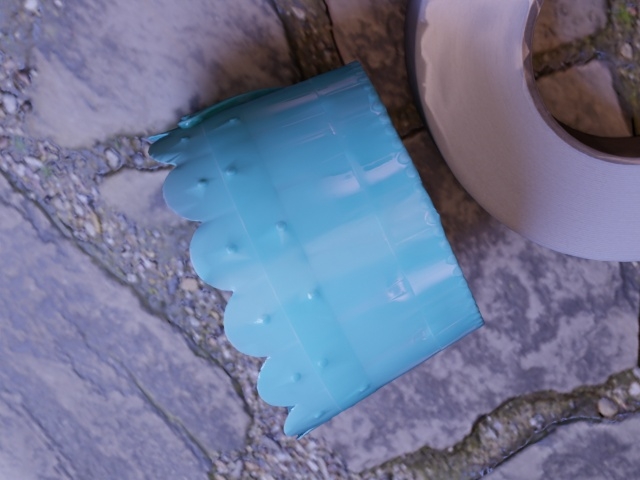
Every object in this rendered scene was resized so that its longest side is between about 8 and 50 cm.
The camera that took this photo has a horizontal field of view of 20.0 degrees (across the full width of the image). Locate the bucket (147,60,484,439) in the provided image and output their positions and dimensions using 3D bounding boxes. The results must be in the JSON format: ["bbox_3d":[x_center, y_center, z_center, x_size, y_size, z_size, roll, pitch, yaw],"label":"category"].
[{"bbox_3d":[0.000,0.000,1.466,0.183,0.281,0.281,-25,110,1],"label":"bucket"}]

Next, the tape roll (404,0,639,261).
[{"bbox_3d":[0.265,-0.174,1.540,0.392,0.072,0.392,-2,109,-6],"label":"tape roll"}]
